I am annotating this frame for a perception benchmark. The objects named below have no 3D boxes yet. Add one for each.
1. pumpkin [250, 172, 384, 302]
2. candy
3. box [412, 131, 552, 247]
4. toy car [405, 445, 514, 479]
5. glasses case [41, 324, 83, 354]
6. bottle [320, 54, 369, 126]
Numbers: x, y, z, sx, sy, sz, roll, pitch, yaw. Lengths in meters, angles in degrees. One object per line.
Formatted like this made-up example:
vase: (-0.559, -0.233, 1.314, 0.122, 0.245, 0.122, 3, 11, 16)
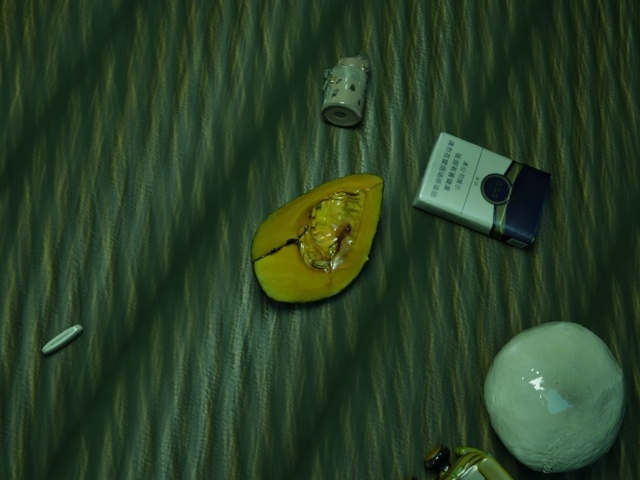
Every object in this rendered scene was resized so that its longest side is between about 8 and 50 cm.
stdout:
pumpkin: (0.000, 0.000, 1.325, 0.312, 0.148, 0.169, -32, 122, -8)
candy: (0.453, 0.296, 1.255, 0.295, 0.185, 0.296, 0, 74, -1)
box: (0.342, -0.105, 1.392, 0.259, 0.071, 0.168, 20, 76, 0)
toy car: (0.254, 0.498, 1.206, 0.248, 0.142, 0.200, -43, 84, -15)
glasses case: (-0.492, 0.189, 1.257, 0.083, 0.032, 0.021, -36, 80, -12)
bottle: (0.055, -0.328, 1.408, 0.098, 0.099, 0.152, 12, 69, -3)
